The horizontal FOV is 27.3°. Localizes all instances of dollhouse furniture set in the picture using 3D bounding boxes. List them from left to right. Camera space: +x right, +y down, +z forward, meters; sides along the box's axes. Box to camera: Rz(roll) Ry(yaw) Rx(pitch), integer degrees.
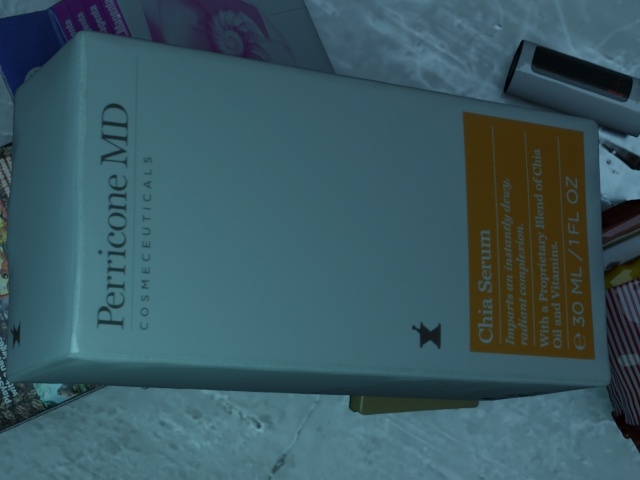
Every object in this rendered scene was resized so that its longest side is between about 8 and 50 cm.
[{"bbox_3d":[0.403,0.015,1.203,0.374,0.152,0.201,-26,91,2],"label":"dollhouse furniture set"}]

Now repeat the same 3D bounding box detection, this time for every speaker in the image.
[{"bbox_3d":[0.246,-0.143,1.250,0.136,0.055,0.055,19,92,1],"label":"speaker"}]

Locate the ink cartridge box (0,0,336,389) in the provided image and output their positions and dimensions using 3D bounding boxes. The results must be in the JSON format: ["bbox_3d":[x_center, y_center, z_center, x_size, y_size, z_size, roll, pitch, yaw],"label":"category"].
[{"bbox_3d":[-0.087,-0.079,1.143,0.071,0.330,0.324,-22,93,40],"label":"ink cartridge box"}]

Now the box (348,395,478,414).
[{"bbox_3d":[0.099,0.058,1.226,0.164,0.021,0.201,4,93,-42],"label":"box"}]

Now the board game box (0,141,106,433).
[{"bbox_3d":[-0.238,0.023,1.222,0.291,0.141,0.232,-24,91,2],"label":"board game box"}]

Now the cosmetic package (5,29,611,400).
[{"bbox_3d":[0.000,0.000,1.025,0.453,0.161,0.230,5,77,-29],"label":"cosmetic package"}]
